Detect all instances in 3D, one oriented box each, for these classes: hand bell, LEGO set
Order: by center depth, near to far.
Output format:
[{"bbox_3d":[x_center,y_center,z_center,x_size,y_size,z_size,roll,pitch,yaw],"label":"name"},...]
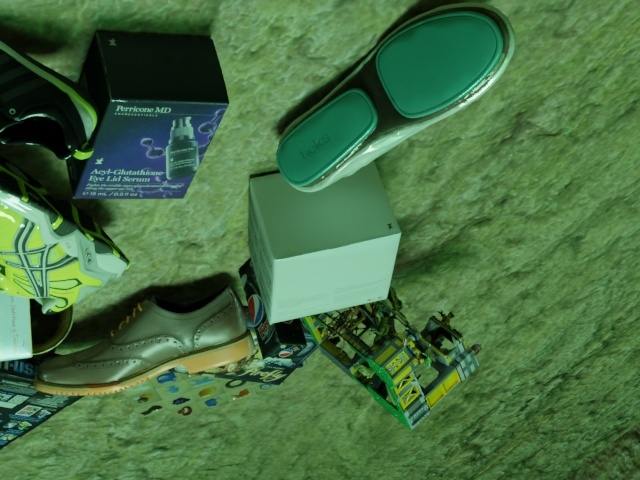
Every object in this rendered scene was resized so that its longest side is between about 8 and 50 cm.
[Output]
[{"bbox_3d":[-0.446,0.150,2.001,0.126,0.126,0.242,-11,162,-10],"label":"hand bell"},{"bbox_3d":[0.116,0.137,2.095,0.192,0.331,0.255,-42,132,-14],"label":"LEGO set"}]

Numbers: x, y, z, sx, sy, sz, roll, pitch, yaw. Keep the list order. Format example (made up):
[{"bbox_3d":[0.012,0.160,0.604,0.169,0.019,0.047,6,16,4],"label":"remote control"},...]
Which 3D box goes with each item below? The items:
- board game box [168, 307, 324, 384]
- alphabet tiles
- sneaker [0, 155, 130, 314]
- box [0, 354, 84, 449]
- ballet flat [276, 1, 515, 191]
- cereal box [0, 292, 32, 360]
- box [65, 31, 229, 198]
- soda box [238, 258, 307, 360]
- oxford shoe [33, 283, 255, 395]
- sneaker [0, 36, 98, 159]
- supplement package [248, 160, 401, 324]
[{"bbox_3d":[-0.131,0.187,2.248,0.243,0.042,0.165,11,136,-36],"label":"board game box"},{"bbox_3d":[-0.198,0.254,2.384,0.342,0.011,0.285,-17,151,-1],"label":"alphabet tiles"},{"bbox_3d":[-0.397,0.001,1.666,0.147,0.145,0.384,-46,146,0],"label":"sneaker"},{"bbox_3d":[-0.598,0.272,2.137,0.293,0.073,0.295,-33,148,27],"label":"box"},{"bbox_3d":[0.108,-0.192,1.683,0.400,0.139,0.139,-33,148,34],"label":"ballet flat"},{"bbox_3d":[-0.535,0.095,1.791,0.240,0.047,0.173,-5,107,-21],"label":"cereal box"},{"bbox_3d":[-0.222,-0.151,1.569,0.153,0.108,0.207,-1,148,-25],"label":"box"},{"bbox_3d":[-0.078,0.108,2.031,0.060,0.169,0.053,8,142,-37],"label":"soda box"},{"bbox_3d":[-0.298,0.161,2.069,0.363,0.133,0.130,-14,-167,-6],"label":"oxford shoe"},{"bbox_3d":[-0.358,-0.163,1.421,0.234,0.097,0.084,23,136,-13],"label":"sneaker"},{"bbox_3d":[0.000,0.000,1.905,0.194,0.149,0.203,-12,151,-11],"label":"supplement package"}]
